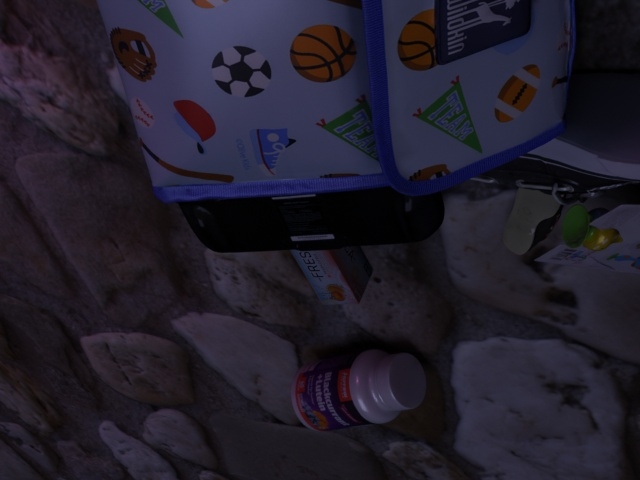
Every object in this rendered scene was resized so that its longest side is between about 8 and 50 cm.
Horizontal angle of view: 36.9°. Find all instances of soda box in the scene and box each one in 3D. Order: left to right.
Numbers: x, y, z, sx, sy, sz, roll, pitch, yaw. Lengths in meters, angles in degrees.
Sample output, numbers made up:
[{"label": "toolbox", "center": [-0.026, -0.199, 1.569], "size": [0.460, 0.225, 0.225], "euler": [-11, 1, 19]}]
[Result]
[{"label": "soda box", "center": [0.000, 0.000, 1.217], "size": [0.058, 0.063, 0.183], "euler": [-3, 133, 32]}]

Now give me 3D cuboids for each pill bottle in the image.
[{"label": "pill bottle", "center": [0.057, 0.218, 1.402], "size": [0.193, 0.108, 0.108], "euler": [-19, 123, 44]}]

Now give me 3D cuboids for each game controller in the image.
[{"label": "game controller", "center": [-0.023, -0.052, 1.093], "size": [0.319, 0.067, 0.166], "euler": [-3, 144, 23]}]

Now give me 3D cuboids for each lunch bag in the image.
[{"label": "lunch bag", "center": [0.018, -0.214, 0.803], "size": [0.385, 0.239, 0.328], "euler": [-2, 130, 9]}]

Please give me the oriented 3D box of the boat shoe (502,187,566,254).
[{"label": "boat shoe", "center": [0.239, -0.038, 1.046], "size": [0.049, 0.042, 0.133], "euler": [44, 147, 21]}]

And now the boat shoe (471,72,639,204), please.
[{"label": "boat shoe", "center": [0.237, -0.088, 0.929], "size": [0.306, 0.113, 0.105], "euler": [5, 144, 31]}]

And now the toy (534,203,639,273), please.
[{"label": "toy", "center": [0.346, -0.013, 0.959], "size": [0.237, 0.056, 0.137], "euler": [3, 156, -25]}]
